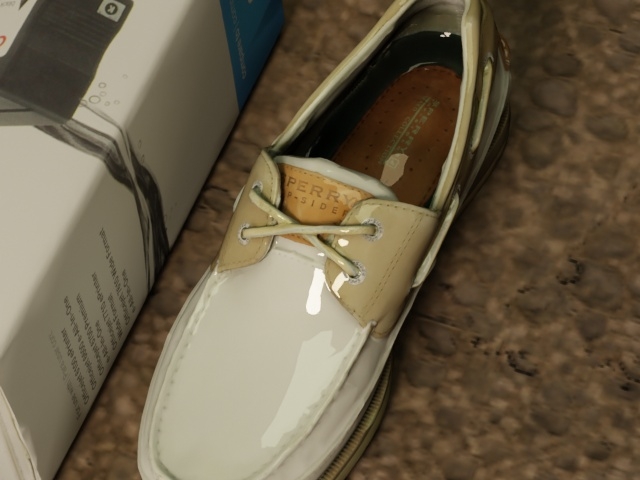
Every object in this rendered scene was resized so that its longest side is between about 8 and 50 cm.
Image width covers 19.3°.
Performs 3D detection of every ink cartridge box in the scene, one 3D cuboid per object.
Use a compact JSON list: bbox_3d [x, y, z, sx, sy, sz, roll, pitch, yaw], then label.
[{"bbox_3d":[-0.179,-0.060,0.920,0.223,0.129,0.307,16,59,14],"label":"ink cartridge box"}]

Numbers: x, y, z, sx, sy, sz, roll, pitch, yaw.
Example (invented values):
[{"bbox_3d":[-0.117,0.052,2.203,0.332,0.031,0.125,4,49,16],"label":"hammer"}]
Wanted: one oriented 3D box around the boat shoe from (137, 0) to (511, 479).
[{"bbox_3d":[0.000,0.000,0.881,0.113,0.103,0.302,18,59,16],"label":"boat shoe"}]
